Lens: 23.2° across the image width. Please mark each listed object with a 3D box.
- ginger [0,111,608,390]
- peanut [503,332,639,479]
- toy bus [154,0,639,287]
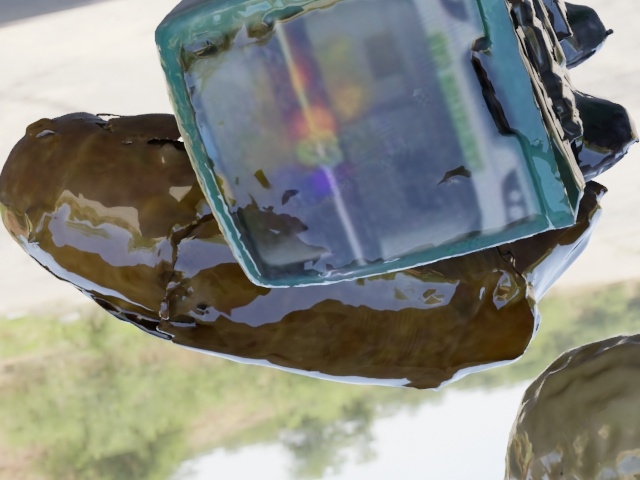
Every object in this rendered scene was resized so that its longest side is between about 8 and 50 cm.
[{"bbox_3d":[-0.002,0.008,0.759,0.309,0.133,0.107,13,123,-19],"label":"ginger"},{"bbox_3d":[0.229,0.090,0.728,0.291,0.143,0.159,-9,-154,41],"label":"peanut"},{"bbox_3d":[0.025,-0.066,0.453,0.109,0.091,0.262,-18,-165,12],"label":"toy bus"}]
